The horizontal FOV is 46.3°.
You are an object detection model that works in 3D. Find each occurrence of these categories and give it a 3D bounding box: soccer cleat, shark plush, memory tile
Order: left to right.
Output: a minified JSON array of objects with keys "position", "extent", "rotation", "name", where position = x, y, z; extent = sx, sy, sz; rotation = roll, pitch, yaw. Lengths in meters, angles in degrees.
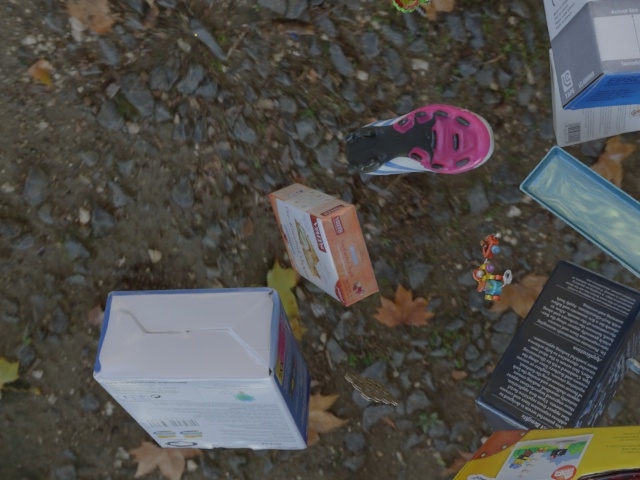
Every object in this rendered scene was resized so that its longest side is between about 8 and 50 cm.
[{"position":[0.137,0.395,1.979],"extent":[0.148,0.113,0.012],"rotation":[21,104,-41],"name":"memory tile"},{"position":[0.187,-0.176,1.308],"extent":[0.143,0.331,0.116],"rotation":[-11,99,-39],"name":"soccer cleat"},{"position":[0.569,0.239,1.246],"extent":[0.073,0.161,0.067],"rotation":[-13,97,6],"name":"shark plush"}]

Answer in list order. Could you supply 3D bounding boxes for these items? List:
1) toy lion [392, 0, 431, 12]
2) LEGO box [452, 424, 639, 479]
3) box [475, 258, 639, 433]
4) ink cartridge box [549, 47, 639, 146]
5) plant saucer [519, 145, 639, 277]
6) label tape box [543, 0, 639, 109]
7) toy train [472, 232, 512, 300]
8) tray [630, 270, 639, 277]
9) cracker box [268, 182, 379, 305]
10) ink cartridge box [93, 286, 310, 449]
[{"position":[0.209,-0.583,1.742],"extent":[0.096,0.034,0.100],"rotation":[-11,88,-7],"name":"toy lion"},{"position":[0.377,0.360,0.641],"extent":[0.193,0.500,0.372],"rotation":[-37,98,-36],"name":"LEGO box"},{"position":[0.565,0.298,1.733],"extent":[0.395,0.212,0.293],"rotation":[-55,148,-12],"name":"box"},{"position":[0.600,-0.305,1.499],"extent":[0.261,0.296,0.066],"rotation":[-10,66,14],"name":"ink cartridge box"},{"position":[0.321,-0.028,0.846],"extent":[0.192,0.018,0.067],"rotation":[42,95,23],"name":"plant saucer"},{"position":[0.383,-0.329,0.862],"extent":[0.240,0.106,0.334],"rotation":[-5,78,-7],"name":"label tape box"},{"position":[0.388,0.062,1.727],"extent":[0.046,0.166,0.125],"rotation":[10,124,-10],"name":"toy train"},{"position":[0.670,0.084,1.449],"extent":[0.270,0.145,0.030],"rotation":[21,109,-40],"name":"tray"},{"position":[0.000,0.000,1.264],"extent":[0.067,0.232,0.156],"rotation":[-24,111,-18],"name":"cracker box"},{"position":[-0.167,0.235,1.231],"extent":[0.270,0.151,0.395],"rotation":[-1,146,8],"name":"ink cartridge box"}]
